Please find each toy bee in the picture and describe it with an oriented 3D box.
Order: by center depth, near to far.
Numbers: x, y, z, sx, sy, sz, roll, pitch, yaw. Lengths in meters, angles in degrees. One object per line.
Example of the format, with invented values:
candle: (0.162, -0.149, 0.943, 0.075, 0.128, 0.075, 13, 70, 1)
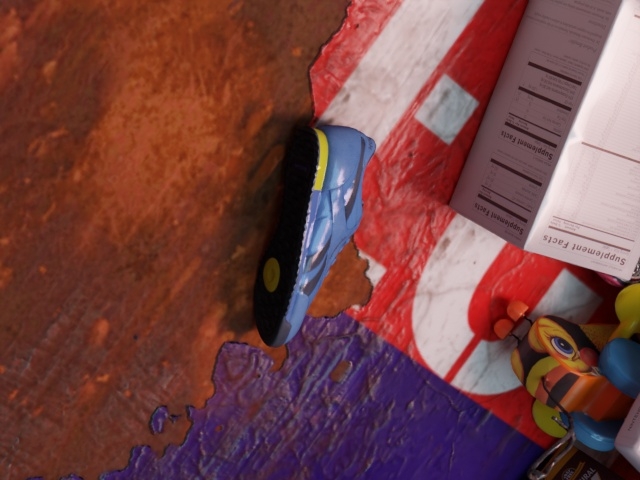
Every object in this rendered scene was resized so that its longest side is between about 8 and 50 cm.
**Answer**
toy bee: (0.259, 0.114, 1.585, 0.195, 0.162, 0.298, -47, 155, 13)

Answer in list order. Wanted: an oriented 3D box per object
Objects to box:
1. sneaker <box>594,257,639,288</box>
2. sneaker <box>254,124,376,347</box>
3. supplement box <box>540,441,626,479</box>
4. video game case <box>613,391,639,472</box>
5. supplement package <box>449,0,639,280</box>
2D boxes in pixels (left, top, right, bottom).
sneaker: (0.357, -0.086, 1.571, 0.121, 0.112, 0.299, 28, 95, -32)
sneaker: (0.000, 0.000, 1.445, 0.082, 0.069, 0.209, 6, 106, -33)
supplement box: (0.315, 0.337, 1.650, 0.129, 0.194, 0.191, -50, 127, -6)
video game case: (0.448, 0.165, 1.612, 0.329, 0.036, 0.300, 45, 68, -33)
supplement package: (0.244, -0.107, 1.490, 0.139, 0.134, 0.244, 16, 101, -31)
